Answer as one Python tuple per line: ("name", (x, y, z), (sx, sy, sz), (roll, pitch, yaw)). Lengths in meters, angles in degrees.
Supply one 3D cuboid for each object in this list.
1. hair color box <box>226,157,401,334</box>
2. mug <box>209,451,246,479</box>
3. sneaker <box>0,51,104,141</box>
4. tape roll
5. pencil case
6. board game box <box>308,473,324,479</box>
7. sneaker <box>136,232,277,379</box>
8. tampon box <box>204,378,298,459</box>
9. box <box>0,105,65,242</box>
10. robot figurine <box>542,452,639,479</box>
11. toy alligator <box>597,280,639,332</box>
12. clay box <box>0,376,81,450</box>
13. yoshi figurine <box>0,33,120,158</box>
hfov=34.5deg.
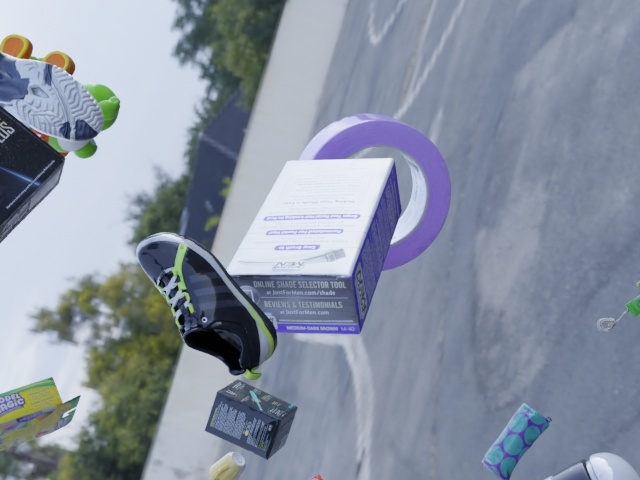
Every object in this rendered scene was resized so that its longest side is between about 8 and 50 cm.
("hair color box", (0.000, 0.000, 1.541), (0.339, 0.185, 0.110), (-64, -31, -56))
("mug", (-0.187, 0.474, 2.125), (0.064, 0.062, 0.078), (-49, 12, 27))
("sneaker", (-0.408, -0.200, 1.470), (0.153, 0.235, 0.094), (92, -164, -86))
("tape roll", (0.091, -0.086, 1.854), (0.090, 0.275, 0.274), (-128, 53, -72))
("pencil case", (0.371, 0.385, 1.954), (0.151, 0.070, 0.064), (-49, 15, -13))
("board game box", (-0.065, 0.418, 1.423), (0.147, 0.045, 0.193), (-24, -31, -33))
("sneaker", (-0.153, 0.084, 1.323), (0.084, 0.235, 0.097), (-53, -6, 36))
("tampon box", (-0.154, 0.398, 2.302), (0.101, 0.161, 0.120), (-71, -15, 12))
("box", (-0.422, -0.070, 1.234), (0.180, 0.147, 0.077), (-52, 2, -29))
("robot figurine", (0.554, 0.569, 2.190), (0.278, 0.173, 0.209), (-33, 34, 14))
("toy alligator", (0.517, 0.086, 1.608), (0.190, 0.056, 0.051), (-34, -7, -1))
("clay box", (-0.479, 0.273, 1.550), (0.053, 0.222, 0.127), (61, 147, 19))
("yoshi figurine", (-0.530, -0.308, 2.168), (0.362, 0.203, 0.203), (73, -179, -68))
